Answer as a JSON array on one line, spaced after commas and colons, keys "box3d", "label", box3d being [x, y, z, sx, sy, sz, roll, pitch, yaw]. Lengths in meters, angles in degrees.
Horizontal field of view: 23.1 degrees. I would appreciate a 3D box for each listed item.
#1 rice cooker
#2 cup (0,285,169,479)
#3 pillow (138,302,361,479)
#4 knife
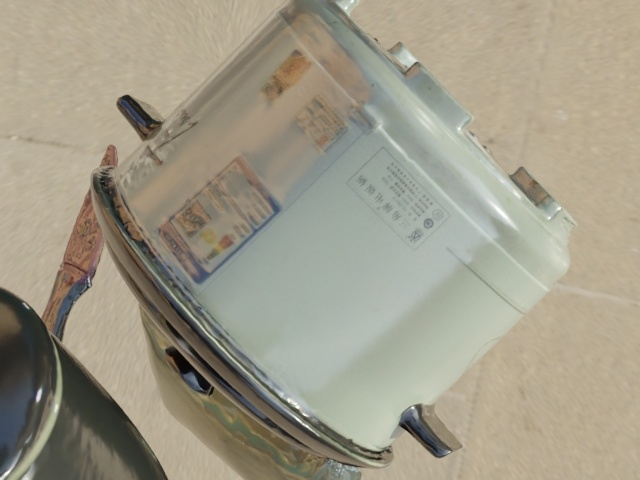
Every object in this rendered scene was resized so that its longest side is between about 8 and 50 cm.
[{"box3d": [0.000, 0.000, 0.900, 0.227, 0.241, 0.280, -45, 80, 7], "label": "rice cooker"}, {"box3d": [-0.180, 0.109, 0.721, 0.169, 0.223, 0.176, -46, 141, -20], "label": "cup"}, {"box3d": [-0.046, 0.123, 1.057, 0.053, 0.119, 0.208, -35, 55, -28], "label": "pillow"}, {"box3d": [-0.184, 0.033, 1.151, 0.035, 0.018, 0.247, -5, 59, 35], "label": "knife"}]
